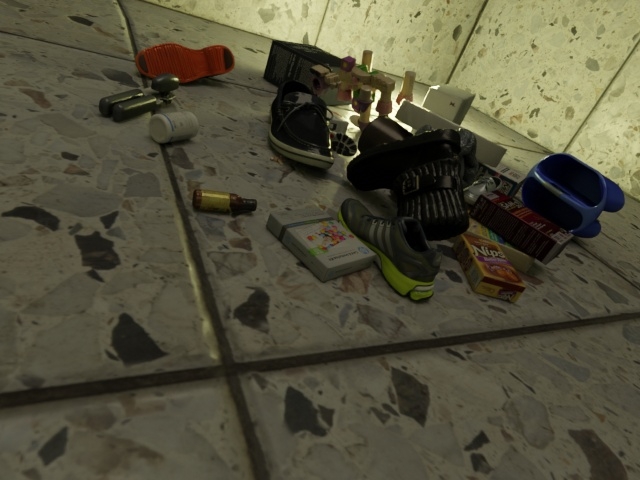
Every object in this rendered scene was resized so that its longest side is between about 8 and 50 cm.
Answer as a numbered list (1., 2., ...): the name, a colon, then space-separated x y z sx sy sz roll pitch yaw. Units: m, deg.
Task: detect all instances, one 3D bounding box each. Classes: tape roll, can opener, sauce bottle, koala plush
1. tape roll: 0.438 -0.364 1.426 0.392 0.072 0.392 22 21 -9
2. can opener: -0.485 -0.395 1.141 0.074 0.093 0.280 24 35 1
3. sauce bottle: -0.194 -0.078 0.860 0.128 0.042 0.042 5 34 -25
4. koala plush: 0.320 -0.185 1.204 0.221 0.203 0.196 -43 37 -19

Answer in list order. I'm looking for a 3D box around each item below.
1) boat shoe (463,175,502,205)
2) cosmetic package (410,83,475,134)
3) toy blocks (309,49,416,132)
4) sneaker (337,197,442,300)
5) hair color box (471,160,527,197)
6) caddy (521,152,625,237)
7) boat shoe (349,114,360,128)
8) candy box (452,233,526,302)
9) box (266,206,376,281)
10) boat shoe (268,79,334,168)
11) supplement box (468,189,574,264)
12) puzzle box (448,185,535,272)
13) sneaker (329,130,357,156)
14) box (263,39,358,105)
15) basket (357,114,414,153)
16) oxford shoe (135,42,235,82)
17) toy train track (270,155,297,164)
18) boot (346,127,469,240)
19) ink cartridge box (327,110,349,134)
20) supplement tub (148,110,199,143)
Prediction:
1. boat shoe: 0.499 -0.163 1.299 0.079 0.081 0.228 38 33 26
2. cosmetic package: 0.610 -0.625 2.073 0.162 0.230 0.453 30 30 14
3. toy blocks: 0.153 -0.528 1.611 0.309 0.260 0.288 -30 56 -29
4. sneaker: 0.150 -0.013 0.898 0.111 0.121 0.300 -7 41 -40
5. hair color box: 0.588 -0.272 1.612 0.347 0.105 0.174 35 33 22
6. caddy: 0.870 -0.161 1.487 0.179 0.241 0.341 13 31 -24
7. boat shoe: 0.180 -0.477 1.741 0.137 0.049 0.043 26 -12 12
8. candy box: 0.398 0.060 1.012 0.109 0.053 0.186 15 29 -10
9. box: 0.000 0.000 0.865 0.145 0.038 0.186 -12 45 -44
10. boat shoe: -0.061 -0.374 1.310 0.187 0.156 0.500 11 32 -21
11. supplement box: 0.544 -0.043 1.149 0.239 0.073 0.130 40 35 28
12. puzzle box: 0.474 -0.075 1.277 0.272 0.052 0.409 23 30 3
13. sneaker: 0.058 -0.341 1.422 0.170 0.068 0.071 33 26 20
14. box: -0.025 -0.765 1.933 0.313 0.178 0.343 33 32 21
15. basket: 0.268 -0.293 1.402 0.227 0.154 0.204 41 29 23
16. oxford shoe: -0.487 -0.618 1.498 0.364 0.129 0.133 -21 18 -41
17. toy train track: -0.102 -0.230 1.189 0.083 0.014 0.048 -2 38 -36
18. boot: 0.204 -0.117 1.079 0.131 0.348 0.260 18 69 -42
19. ink cartridge box: 0.012 -0.440 1.550 0.151 0.063 0.109 4 34 -28
20. supplement tub: -0.365 -0.283 1.050 0.071 0.071 0.107 31 30 15
